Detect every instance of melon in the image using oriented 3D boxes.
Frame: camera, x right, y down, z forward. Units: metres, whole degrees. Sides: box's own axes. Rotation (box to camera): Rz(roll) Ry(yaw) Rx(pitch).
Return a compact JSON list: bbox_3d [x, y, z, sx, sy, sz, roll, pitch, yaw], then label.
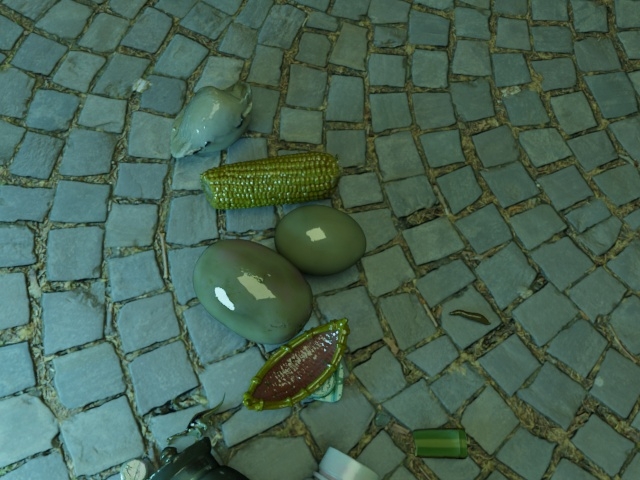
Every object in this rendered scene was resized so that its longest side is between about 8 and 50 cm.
[{"bbox_3d":[-0.162,0.125,1.449,0.317,0.223,0.223,32,70,8],"label":"melon"}]

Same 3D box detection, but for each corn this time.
[{"bbox_3d":[-0.129,-0.159,1.605,0.388,0.144,0.143,-11,72,-6],"label":"corn"}]

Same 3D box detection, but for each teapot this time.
[{"bbox_3d":[-0.286,0.583,1.269,0.305,0.223,0.285,-28,64,-38],"label":"teapot"},{"bbox_3d":[-0.419,0.540,1.358,0.083,0.064,0.064,20,63,-3],"label":"teapot"}]

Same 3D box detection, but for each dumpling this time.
[{"bbox_3d":[-0.321,-0.356,1.656,0.244,0.175,0.227,-20,43,-26],"label":"dumpling"}]

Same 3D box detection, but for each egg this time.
[{"bbox_3d":[0.000,0.000,1.532,0.242,0.186,0.185,5,69,-14],"label":"egg"}]

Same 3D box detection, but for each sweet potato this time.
[{"bbox_3d":[0.405,0.203,1.585,0.115,0.026,0.026,16,69,3],"label":"sweet potato"}]

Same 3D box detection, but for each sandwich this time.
[{"bbox_3d":[0.300,0.509,1.472,0.117,0.074,0.074,-9,69,25],"label":"sandwich"}]

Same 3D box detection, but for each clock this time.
[{"bbox_3d":[-0.009,0.352,1.479,0.135,0.041,0.101,5,70,-4],"label":"clock"}]

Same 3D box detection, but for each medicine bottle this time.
[{"bbox_3d":[0.004,0.624,1.313,0.170,0.170,0.292,31,71,6],"label":"medicine bottle"}]

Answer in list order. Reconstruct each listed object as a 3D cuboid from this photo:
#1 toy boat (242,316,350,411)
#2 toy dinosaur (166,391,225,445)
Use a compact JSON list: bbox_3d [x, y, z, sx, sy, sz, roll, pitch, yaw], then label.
[{"bbox_3d":[-0.051,0.305,1.423,0.318,0.099,0.141,-37,71,-17],"label":"toy boat"},{"bbox_3d":[-0.287,0.445,1.420,0.180,0.037,0.058,-38,82,-16],"label":"toy dinosaur"}]
